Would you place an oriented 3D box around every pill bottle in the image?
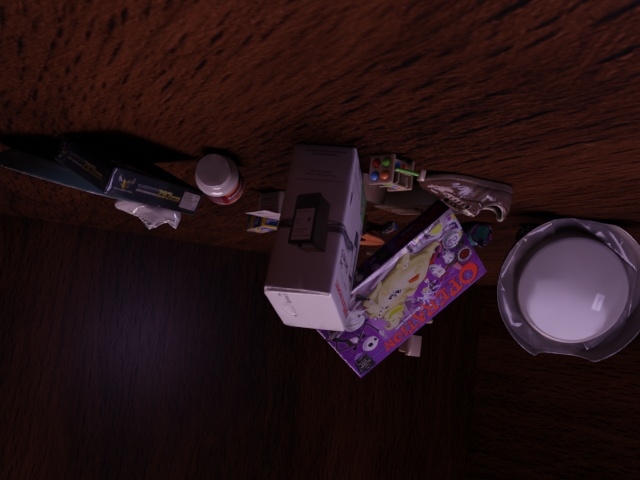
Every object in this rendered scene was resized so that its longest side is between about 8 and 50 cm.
[{"bbox_3d":[-0.201,-0.123,1.280,0.086,0.086,0.152,7,175,1],"label":"pill bottle"}]

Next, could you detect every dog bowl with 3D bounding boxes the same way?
[{"bbox_3d":[0.580,0.110,1.507,0.349,0.348,0.102,6,-171,2],"label":"dog bowl"}]

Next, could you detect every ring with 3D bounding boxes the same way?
[{"bbox_3d":[0.041,-0.033,2.063,0.337,0.032,0.336,10,173,1],"label":"ring"}]

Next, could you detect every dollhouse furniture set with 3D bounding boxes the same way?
[{"bbox_3d":[0.183,0.062,1.332,0.174,0.355,0.303,0,170,44],"label":"dollhouse furniture set"}]

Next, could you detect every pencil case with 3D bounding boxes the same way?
[{"bbox_3d":[0.411,-0.010,1.772,0.070,0.064,0.152,25,171,-11],"label":"pencil case"}]

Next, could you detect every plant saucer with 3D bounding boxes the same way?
[{"bbox_3d":[-0.545,-0.146,1.413,0.318,0.043,0.317,16,-178,-1],"label":"plant saucer"}]

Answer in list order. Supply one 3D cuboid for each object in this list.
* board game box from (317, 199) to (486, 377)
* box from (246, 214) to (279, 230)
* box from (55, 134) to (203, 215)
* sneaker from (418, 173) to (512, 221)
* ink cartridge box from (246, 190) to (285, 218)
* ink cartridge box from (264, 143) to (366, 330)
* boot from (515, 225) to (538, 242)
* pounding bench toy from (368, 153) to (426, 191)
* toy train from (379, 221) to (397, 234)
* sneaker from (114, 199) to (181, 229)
[{"bbox_3d":[0.157,0.102,1.290,0.208,0.347,0.056,51,177,-41],"label":"board game box"},{"bbox_3d":[-0.182,-0.058,2.033,0.059,0.054,0.169,9,173,-21],"label":"box"},{"bbox_3d":[-0.376,-0.128,1.285,0.183,0.059,0.233,29,-173,34],"label":"box"},{"bbox_3d":[0.275,-0.081,1.216,0.189,0.071,0.066,7,174,-10],"label":"sneaker"},{"bbox_3d":[-0.086,-0.084,1.637,0.181,0.061,0.104,10,173,-35],"label":"ink cartridge box"},{"bbox_3d":[0.000,0.000,1.126,0.115,0.272,0.198,5,156,12],"label":"ink cartridge box"},{"bbox_3d":[0.635,0.003,1.671,0.247,0.083,0.161,10,-177,26],"label":"boot"},{"bbox_3d":[0.132,-0.119,1.113,0.083,0.052,0.065,0,171,45],"label":"pounding bench toy"},{"bbox_3d":[0.206,-0.035,1.946,0.036,0.027,0.158,4,175,-3],"label":"toy train"},{"bbox_3d":[-0.544,-0.082,2.014,0.212,0.094,0.080,7,175,4],"label":"sneaker"}]
